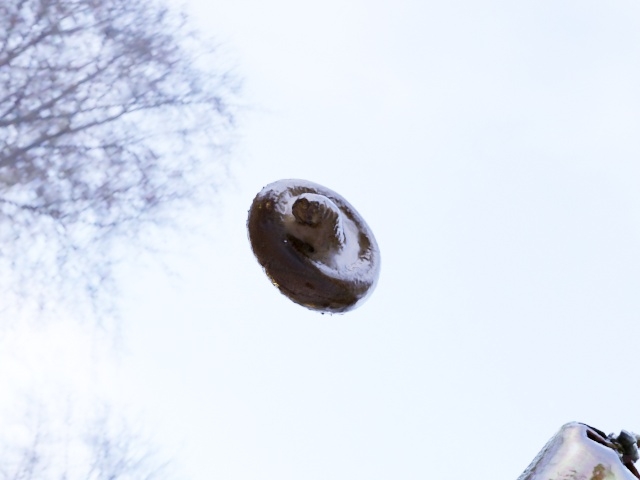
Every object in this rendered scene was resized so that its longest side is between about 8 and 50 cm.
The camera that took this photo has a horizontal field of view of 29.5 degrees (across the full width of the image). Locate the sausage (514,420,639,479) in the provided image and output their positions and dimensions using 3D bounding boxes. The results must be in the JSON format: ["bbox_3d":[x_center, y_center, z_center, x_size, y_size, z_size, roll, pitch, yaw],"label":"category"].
[{"bbox_3d":[0.194,0.262,1.045,0.125,0.317,0.117,31,-38,23],"label":"sausage"}]

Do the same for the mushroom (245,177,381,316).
[{"bbox_3d":[-0.006,0.005,1.006,0.085,0.109,0.126,-32,-114,17],"label":"mushroom"}]
